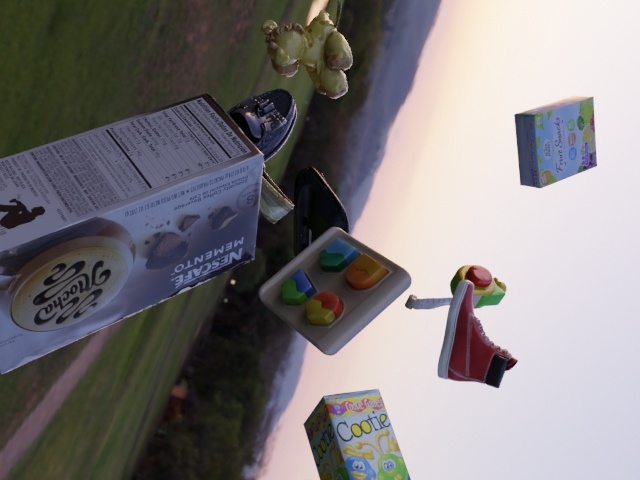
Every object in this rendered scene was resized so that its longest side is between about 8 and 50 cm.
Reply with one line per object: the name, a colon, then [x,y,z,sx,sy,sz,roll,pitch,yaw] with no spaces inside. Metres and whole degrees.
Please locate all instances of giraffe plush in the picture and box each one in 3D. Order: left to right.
giraffe plush: [-0.040,-0.421,1.770,0.181,0.170,0.210,-135,-141,-57]

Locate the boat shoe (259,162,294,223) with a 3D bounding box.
boat shoe: [-0.094,-0.101,1.270,0.048,0.153,0.056,-35,158,16]

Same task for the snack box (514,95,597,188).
snack box: [0.553,-0.232,1.860,0.070,0.207,0.174,18,-56,55]

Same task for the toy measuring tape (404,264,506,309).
toy measuring tape: [0.348,0.122,2.085,0.121,0.330,0.121,5,-84,63]

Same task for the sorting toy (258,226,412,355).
sorting toy: [0.018,0.072,1.316,0.193,0.208,0.038,-40,134,-14]

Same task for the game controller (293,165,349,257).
game controller: [0.000,0.000,1.595,0.067,0.166,0.319,-31,150,-23]

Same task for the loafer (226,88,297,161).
loafer: [-0.148,-0.186,1.443,0.302,0.109,0.095,-45,163,-25]

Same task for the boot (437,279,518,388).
boot: [0.383,0.219,1.874,0.088,0.176,0.244,48,51,-65]

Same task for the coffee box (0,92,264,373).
coffee box: [-0.214,-0.014,0.805,0.297,0.119,0.168,-24,146,-28]

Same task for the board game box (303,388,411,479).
board game box: [0.083,0.478,1.696,0.144,0.142,0.275,118,-38,-46]
